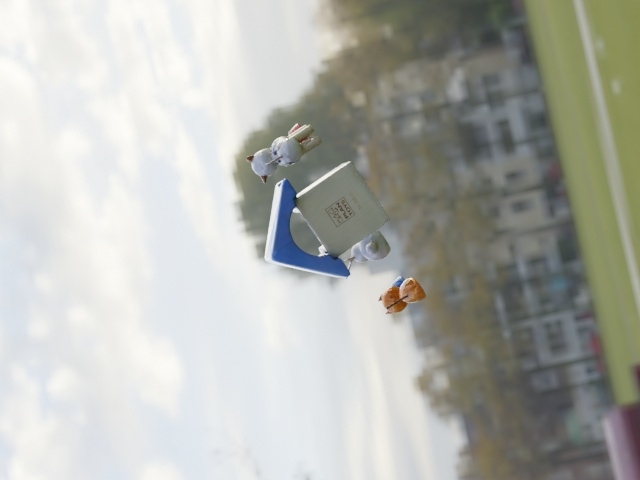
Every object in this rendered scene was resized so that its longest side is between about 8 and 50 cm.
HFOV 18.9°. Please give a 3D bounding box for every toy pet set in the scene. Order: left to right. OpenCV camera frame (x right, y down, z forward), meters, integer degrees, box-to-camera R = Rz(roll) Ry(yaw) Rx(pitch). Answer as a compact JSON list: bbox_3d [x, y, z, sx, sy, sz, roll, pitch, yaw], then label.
[{"bbox_3d":[0.000,0.000,1.059,0.122,0.065,0.114,55,174,-3],"label":"toy pet set"}]
